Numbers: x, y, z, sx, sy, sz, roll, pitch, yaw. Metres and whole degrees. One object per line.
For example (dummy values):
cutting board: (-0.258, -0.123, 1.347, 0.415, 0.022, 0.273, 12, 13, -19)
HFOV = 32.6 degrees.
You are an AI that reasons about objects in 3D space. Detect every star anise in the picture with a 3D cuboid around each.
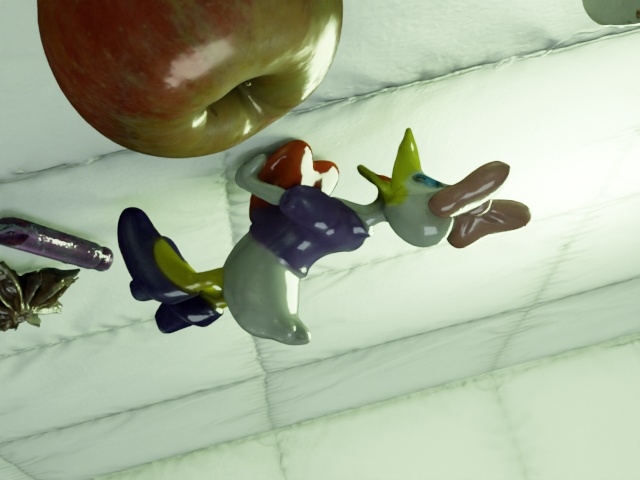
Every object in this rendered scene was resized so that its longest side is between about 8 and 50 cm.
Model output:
star anise: (-0.348, 0.071, 1.236, 0.124, 0.056, 0.129, 7, 135, -43)

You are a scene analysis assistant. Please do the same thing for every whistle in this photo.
whistle: (-0.280, 0.005, 1.155, 0.033, 0.033, 0.176, -24, 158, 20)

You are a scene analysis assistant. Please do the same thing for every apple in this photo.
apple: (-0.085, -0.149, 0.715, 0.209, 0.164, 0.209, -25, 166, -7)

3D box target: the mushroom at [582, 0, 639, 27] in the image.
mushroom: (0.331, -0.233, 0.932, 0.223, 0.081, 0.092, -14, 180, -15)

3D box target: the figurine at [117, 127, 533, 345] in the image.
figurine: (-0.005, -0.002, 1.118, 0.421, 0.193, 0.154, -26, 155, 12)
